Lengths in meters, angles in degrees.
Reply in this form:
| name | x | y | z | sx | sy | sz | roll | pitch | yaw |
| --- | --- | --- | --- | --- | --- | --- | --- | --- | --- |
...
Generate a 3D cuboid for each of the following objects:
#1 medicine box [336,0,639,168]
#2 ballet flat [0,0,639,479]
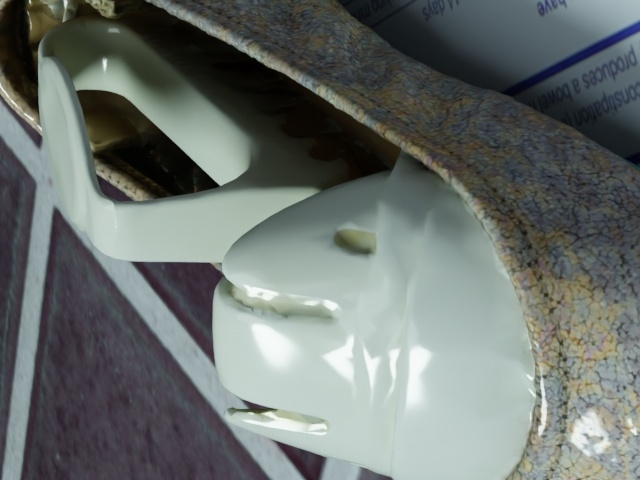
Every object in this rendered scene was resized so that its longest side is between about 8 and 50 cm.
| name | x | y | z | sx | sy | sz | roll | pitch | yaw |
| --- | --- | --- | --- | --- | --- | --- | --- | --- | --- |
| medicine box | 0.091 | -0.111 | 0.571 | 0.263 | 0.149 | 0.289 | -25 | 81 | 58 |
| ballet flat | 0.000 | 0.000 | 0.514 | 0.316 | 0.106 | 0.107 | 38 | 132 | 45 |
